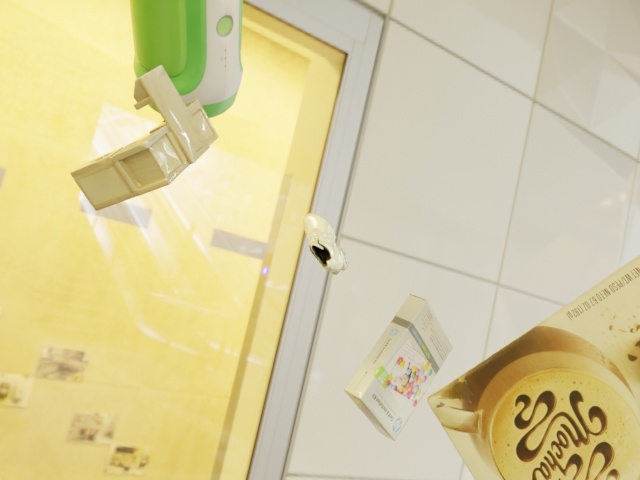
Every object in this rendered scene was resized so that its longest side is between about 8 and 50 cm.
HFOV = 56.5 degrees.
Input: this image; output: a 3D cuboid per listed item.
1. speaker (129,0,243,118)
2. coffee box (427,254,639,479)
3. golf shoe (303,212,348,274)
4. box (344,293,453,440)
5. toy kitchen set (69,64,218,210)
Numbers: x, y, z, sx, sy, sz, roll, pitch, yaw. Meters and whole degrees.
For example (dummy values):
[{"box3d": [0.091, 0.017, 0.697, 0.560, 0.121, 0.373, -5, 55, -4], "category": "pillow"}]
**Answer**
[{"box3d": [-0.139, -0.279, 0.615, 0.131, 0.131, 0.296, 13, -47, 4], "category": "speaker"}, {"box3d": [0.258, 0.113, 0.460, 0.297, 0.168, 0.119, -43, -27, 27], "category": "coffee box"}, {"box3d": [0.000, 0.000, 1.430, 0.086, 0.069, 0.176, 13, 39, -57], "category": "golf shoe"}, {"box3d": [0.128, 0.200, 0.938, 0.038, 0.186, 0.145, 19, -28, 44], "category": "box"}, {"box3d": [-0.135, -0.079, 0.437, 0.075, 0.083, 0.068, -15, -64, 26], "category": "toy kitchen set"}]
